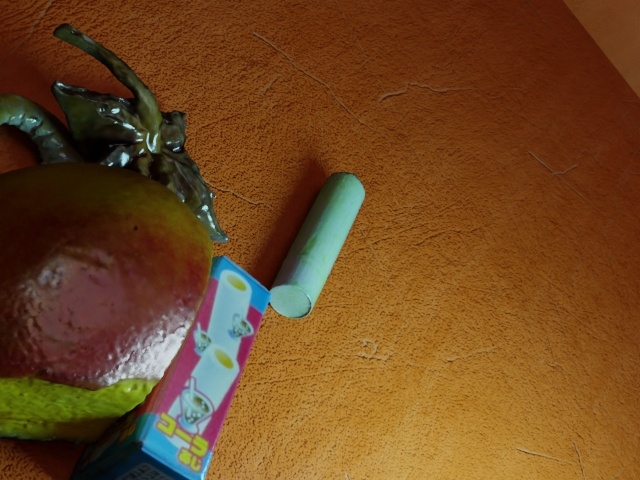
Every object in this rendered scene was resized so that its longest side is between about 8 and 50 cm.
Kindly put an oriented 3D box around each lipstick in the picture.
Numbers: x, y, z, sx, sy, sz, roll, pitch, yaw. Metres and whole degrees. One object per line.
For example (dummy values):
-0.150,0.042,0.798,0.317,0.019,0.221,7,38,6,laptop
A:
0.000,0.000,1.612,0.076,0.076,0.304,41,40,-15,lipstick

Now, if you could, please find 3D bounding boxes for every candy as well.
-0.176,0.174,1.240,0.100,0.157,0.306,38,41,-19,candy

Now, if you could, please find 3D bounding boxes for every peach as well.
-0.304,0.058,1.124,0.306,0.242,0.380,30,47,-9,peach

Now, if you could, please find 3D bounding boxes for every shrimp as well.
-0.376,-0.122,1.318,0.166,0.049,0.161,4,59,-63,shrimp

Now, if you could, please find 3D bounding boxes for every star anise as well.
-0.247,-0.128,1.412,0.292,0.109,0.349,31,36,-62,star anise
